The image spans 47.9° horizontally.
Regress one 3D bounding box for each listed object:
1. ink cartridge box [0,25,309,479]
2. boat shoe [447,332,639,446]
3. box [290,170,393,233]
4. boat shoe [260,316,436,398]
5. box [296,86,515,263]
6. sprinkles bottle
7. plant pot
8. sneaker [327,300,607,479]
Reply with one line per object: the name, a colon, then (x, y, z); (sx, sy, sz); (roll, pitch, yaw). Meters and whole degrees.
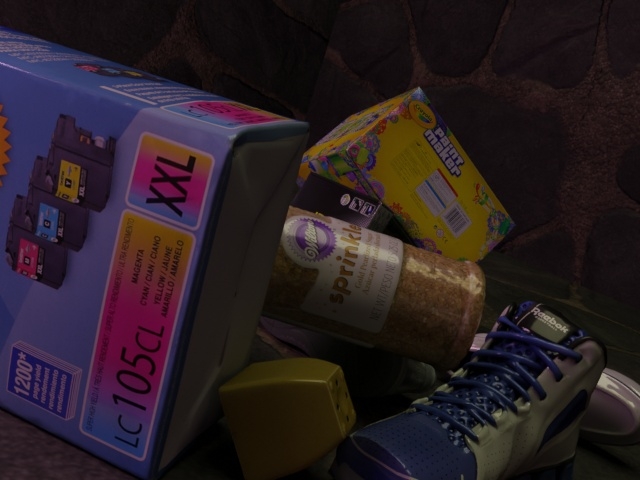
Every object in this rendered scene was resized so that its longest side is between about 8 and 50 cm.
ink cartridge box: (-0.240, -0.021, 0.596); (0.396, 0.269, 0.151); (20, 16, 17)
boat shoe: (0.276, 0.184, 0.899); (0.268, 0.096, 0.088); (24, 16, 35)
box: (0.000, 0.000, 1.140); (0.184, 0.190, 0.045); (30, -3, 45)
boat shoe: (0.014, 0.091, 0.914); (0.103, 0.118, 0.320); (19, 11, -42)
box: (0.130, -0.078, 1.272); (0.290, 0.177, 0.279); (52, -18, -14)
sprinkles bottle: (-0.019, 0.027, 0.729); (0.356, 0.121, 0.121); (18, 10, -6)
plant pot: (-0.019, 0.136, 0.577); (0.083, 0.081, 0.081); (-18, 1, 16)
sneaker: (0.153, 0.143, 0.652); (0.316, 0.182, 0.127); (7, 13, -46)
